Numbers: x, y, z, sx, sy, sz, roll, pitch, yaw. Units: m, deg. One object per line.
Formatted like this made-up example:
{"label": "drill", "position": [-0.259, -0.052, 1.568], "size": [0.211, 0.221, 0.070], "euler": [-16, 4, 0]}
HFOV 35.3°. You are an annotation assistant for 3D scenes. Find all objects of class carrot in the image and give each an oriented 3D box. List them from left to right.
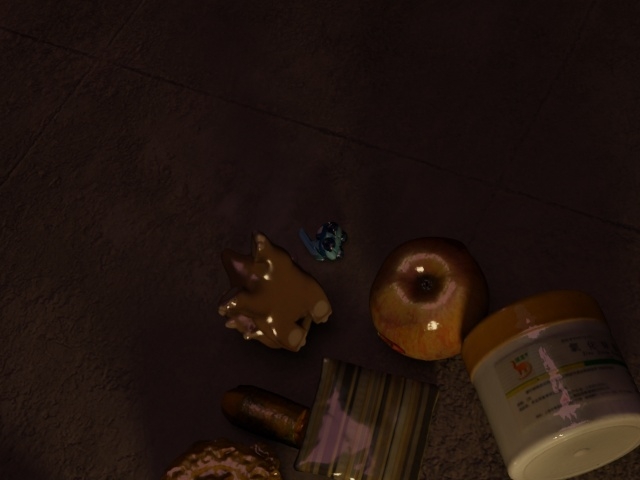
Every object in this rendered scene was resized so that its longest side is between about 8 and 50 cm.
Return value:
{"label": "carrot", "position": [-0.088, 0.303, 1.743], "size": [0.173, 0.082, 0.082], "euler": [14, 63, 24]}

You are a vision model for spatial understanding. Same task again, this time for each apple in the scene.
{"label": "apple", "position": [0.187, 0.101, 1.741], "size": [0.211, 0.188, 0.211], "euler": [-7, 60, 12]}

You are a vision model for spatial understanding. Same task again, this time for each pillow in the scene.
{"label": "pillow", "position": [0.079, 0.316, 1.701], "size": [0.212, 0.052, 0.208], "euler": [15, 66, 3]}

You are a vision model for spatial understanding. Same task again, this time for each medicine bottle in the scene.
{"label": "medicine bottle", "position": [0.369, 0.232, 1.585], "size": [0.238, 0.238, 0.232], "euler": [-19, 58, 1]}

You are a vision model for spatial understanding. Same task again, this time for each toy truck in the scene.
{"label": "toy truck", "position": [0.000, 0.000, 1.929], "size": [0.090, 0.056, 0.073], "euler": [1, 64, 28]}

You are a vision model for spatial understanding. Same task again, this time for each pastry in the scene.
{"label": "pastry", "position": [-0.159, 0.440, 1.658], "size": [0.235, 0.132, 0.240], "euler": [-31, 63, -17]}

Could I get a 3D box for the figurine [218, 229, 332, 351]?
{"label": "figurine", "position": [-0.104, 0.090, 1.782], "size": [0.173, 0.247, 0.177], "euler": [22, 84, 48]}
